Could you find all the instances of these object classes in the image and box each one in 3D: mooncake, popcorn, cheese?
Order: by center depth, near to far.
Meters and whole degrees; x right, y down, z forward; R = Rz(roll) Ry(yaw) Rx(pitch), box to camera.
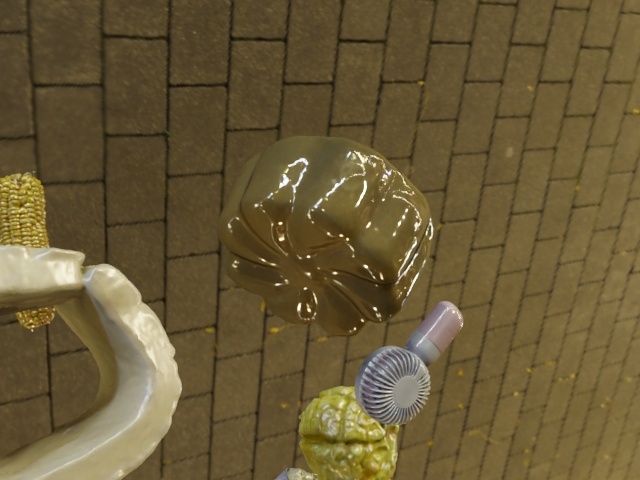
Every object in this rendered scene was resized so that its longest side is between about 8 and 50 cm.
[{"bbox_3d":[-0.329,0.147,0.790,0.332,0.153,0.292,-13,92,-42],"label":"cheese"},{"bbox_3d":[0.000,0.000,1.288,0.378,0.379,0.200,56,43,-38],"label":"mooncake"},{"bbox_3d":[0.062,0.477,1.724,0.224,0.270,0.257,-27,151,-38],"label":"popcorn"}]

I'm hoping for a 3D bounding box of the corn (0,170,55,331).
[{"bbox_3d":[-0.576,0.023,1.415,0.102,0.102,0.312,-9,91,-27],"label":"corn"}]

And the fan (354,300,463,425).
[{"bbox_3d":[0.161,0.207,1.251,0.244,0.074,0.130,-48,117,-16],"label":"fan"}]

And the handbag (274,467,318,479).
[{"bbox_3d":[-0.080,0.504,1.377,0.173,0.117,0.095,-37,91,2],"label":"handbag"}]
